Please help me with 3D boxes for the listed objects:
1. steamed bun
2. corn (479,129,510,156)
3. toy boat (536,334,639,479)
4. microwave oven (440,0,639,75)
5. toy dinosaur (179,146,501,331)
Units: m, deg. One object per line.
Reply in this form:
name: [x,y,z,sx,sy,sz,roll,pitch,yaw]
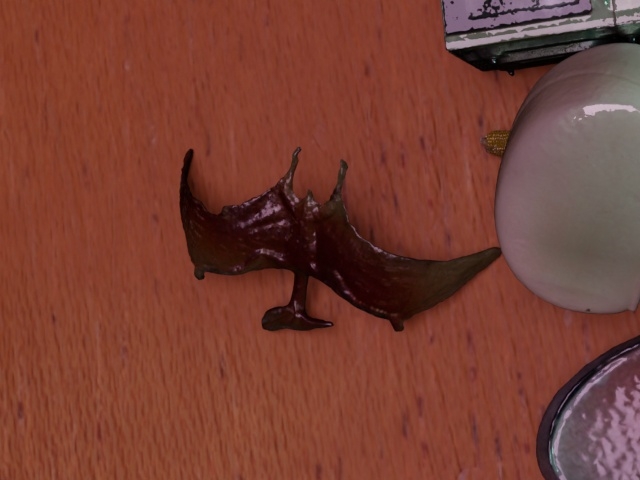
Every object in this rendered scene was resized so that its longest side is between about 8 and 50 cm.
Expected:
steamed bun: [0.252,-0.063,1.849,0.164,0.146,0.241,15,123,4]
corn: [0.201,-0.097,1.974,0.083,0.028,0.027,5,82,14]
toy boat: [0.316,0.175,1.903,0.227,0.085,0.155,-30,86,2]
microwave oven: [0.230,-0.237,1.903,0.205,0.163,0.129,-7,83,17]
toy dinosaur: [0.006,-0.006,2.003,0.327,0.113,0.206,-9,109,27]
